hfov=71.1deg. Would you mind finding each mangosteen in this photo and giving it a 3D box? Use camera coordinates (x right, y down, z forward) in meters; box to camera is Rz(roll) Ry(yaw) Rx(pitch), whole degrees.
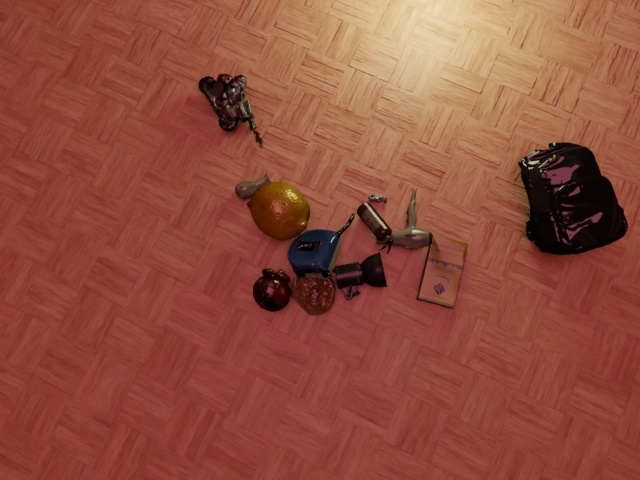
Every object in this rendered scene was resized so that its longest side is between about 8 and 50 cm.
[{"bbox_3d":[-0.190,0.193,1.802,0.166,0.166,0.180,15,63,4],"label":"mangosteen"}]

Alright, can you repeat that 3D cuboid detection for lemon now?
[{"bbox_3d":[-0.158,-0.114,1.820,0.253,0.228,0.228,39,83,8],"label":"lemon"}]

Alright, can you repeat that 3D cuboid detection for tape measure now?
[{"bbox_3d":[0.000,0.000,1.841,0.215,0.098,0.351,-1,47,29],"label":"tape measure"}]

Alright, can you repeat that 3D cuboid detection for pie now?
[{"bbox_3d":[-0.025,0.206,1.830,0.195,0.046,0.195,0,91,16],"label":"pie"}]

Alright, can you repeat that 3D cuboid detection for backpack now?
[{"bbox_3d":[0.982,-0.175,1.787,0.363,0.255,0.446,-18,93,0],"label":"backpack"}]

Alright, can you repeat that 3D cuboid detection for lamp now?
[{"bbox_3d":[0.147,0.146,1.818,0.227,0.147,0.172,-13,77,7],"label":"lamp"}]

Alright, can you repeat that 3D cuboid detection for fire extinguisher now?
[{"bbox_3d":[0.230,-0.048,1.844,0.099,0.071,0.231,-51,55,28],"label":"fire extinguisher"}]

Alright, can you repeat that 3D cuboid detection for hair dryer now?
[{"bbox_3d":[0.329,-0.072,1.888,0.229,0.092,0.267,-17,66,5],"label":"hair dryer"}]

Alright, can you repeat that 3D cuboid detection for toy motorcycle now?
[{"bbox_3d":[-0.371,-0.583,1.964,0.207,0.134,0.401,-30,79,3],"label":"toy motorcycle"}]

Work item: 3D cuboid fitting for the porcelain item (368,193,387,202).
[{"bbox_3d":[0.244,-0.179,1.920,0.083,0.028,0.036,8,66,3],"label":"porcelain item"}]

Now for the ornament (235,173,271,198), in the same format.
[{"bbox_3d":[-0.290,-0.228,1.927,0.156,0.081,0.075,-24,46,-5],"label":"ornament"}]

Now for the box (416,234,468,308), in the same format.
[{"bbox_3d":[0.505,0.127,1.849,0.153,0.041,0.279,15,81,4],"label":"box"}]
